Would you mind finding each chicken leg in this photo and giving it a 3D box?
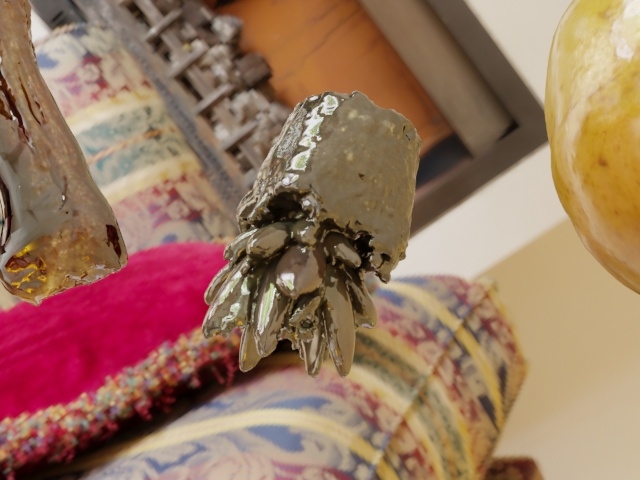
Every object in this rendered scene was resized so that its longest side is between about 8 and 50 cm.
[{"bbox_3d":[-0.161,-0.172,0.545,0.096,0.158,0.407,-8,92,-58],"label":"chicken leg"}]

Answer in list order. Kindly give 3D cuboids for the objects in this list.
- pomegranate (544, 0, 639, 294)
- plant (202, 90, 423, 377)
[{"bbox_3d":[0.258,-0.079,0.618,0.307,0.307,0.307,41,28,-27],"label":"pomegranate"},{"bbox_3d":[0.000,0.000,1.253,0.182,0.194,0.320,26,66,-20],"label":"plant"}]
